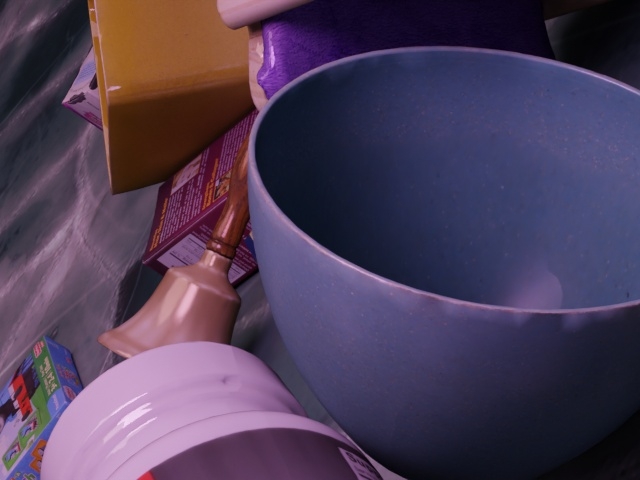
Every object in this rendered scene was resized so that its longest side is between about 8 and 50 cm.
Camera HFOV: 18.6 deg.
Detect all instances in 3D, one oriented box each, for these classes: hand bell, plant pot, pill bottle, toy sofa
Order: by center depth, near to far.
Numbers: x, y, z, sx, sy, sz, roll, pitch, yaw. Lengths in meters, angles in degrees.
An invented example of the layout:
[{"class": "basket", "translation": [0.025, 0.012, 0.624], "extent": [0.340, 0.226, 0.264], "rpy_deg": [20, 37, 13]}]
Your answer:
[{"class": "pill bottle", "translation": [-0.028, 0.227, 1.098], "extent": [0.210, 0.210, 0.363], "rpy_deg": [-51, 39, 11]}, {"class": "plant pot", "translation": [0.094, 0.036, 1.181], "extent": [0.290, 0.290, 0.195], "rpy_deg": [-98, 12, -56]}, {"class": "toy sofa", "translation": [0.098, -0.191, 1.334], "extent": [0.150, 0.362, 0.177], "rpy_deg": [-15, 85, 40]}, {"class": "hand bell", "translation": [-0.079, -0.001, 1.613], "extent": [0.242, 0.126, 0.126], "rpy_deg": [-66, 25, -2]}, {"class": "plant pot", "translation": [-0.112, -0.186, 1.773], "extent": [0.212, 0.187, 0.212], "rpy_deg": [103, 159, -68]}]

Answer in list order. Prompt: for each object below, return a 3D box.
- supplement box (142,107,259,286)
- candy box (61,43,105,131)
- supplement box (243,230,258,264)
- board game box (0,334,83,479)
[{"class": "supplement box", "translation": [-0.064, -0.040, 1.732], "extent": [0.188, 0.081, 0.104], "rpy_deg": [-37, 30, 34]}, {"class": "candy box", "translation": [-0.135, -0.196, 1.961], "extent": [0.071, 0.159, 0.233], "rpy_deg": [-14, 46, 58]}, {"class": "supplement box", "translation": [0.000, 0.000, 1.563], "extent": [0.083, 0.083, 0.056], "rpy_deg": [-51, 26, 8]}, {"class": "board game box", "translation": [-0.310, 0.213, 1.911], "extent": [0.211, 0.039, 0.160], "rpy_deg": [-53, 25, 8]}]
